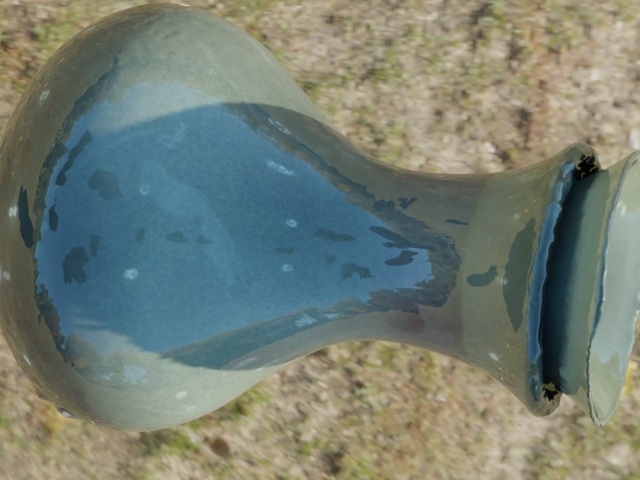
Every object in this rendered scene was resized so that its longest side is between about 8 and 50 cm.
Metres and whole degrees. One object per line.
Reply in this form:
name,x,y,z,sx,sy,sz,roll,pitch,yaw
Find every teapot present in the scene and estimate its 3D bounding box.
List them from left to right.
teapot,0.000,0.000,0.606,0.183,0.251,0.183,8,90,-70
